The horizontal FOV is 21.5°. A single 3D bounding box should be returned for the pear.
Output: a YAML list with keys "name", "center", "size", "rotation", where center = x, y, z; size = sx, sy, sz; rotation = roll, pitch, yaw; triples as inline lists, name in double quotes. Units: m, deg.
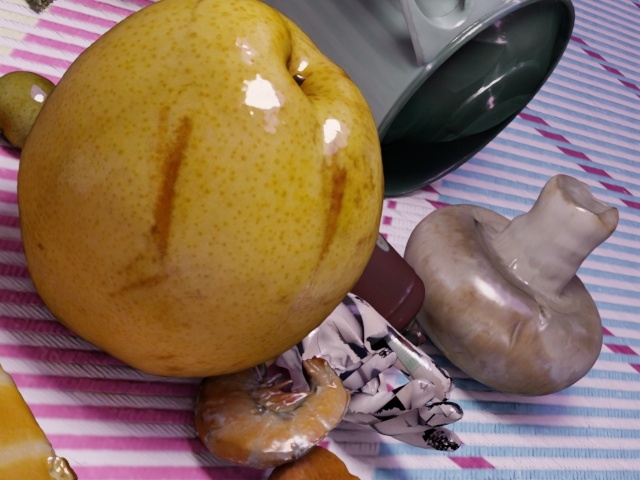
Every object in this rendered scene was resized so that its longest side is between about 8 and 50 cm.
- name: "pear"
  center: [-0.097, -0.041, 1.394]
  size: [0.314, 0.314, 0.314]
  rotation: [32, 29, -21]

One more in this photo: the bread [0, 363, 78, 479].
- name: "bread"
  center: [-0.272, 0.160, 1.093]
  size: [0.239, 0.111, 0.246]
  rotation: [54, 26, 14]

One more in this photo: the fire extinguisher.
- name: "fire extinguisher"
  center: [0.000, 0.000, 1.677]
  size: [0.341, 0.105, 0.141]
  rotation: [48, 9, -21]

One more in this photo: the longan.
- name: "longan"
  center: [-0.273, -0.116, 1.538]
  size: [0.083, 0.075, 0.075]
  rotation: [-39, 81, -21]

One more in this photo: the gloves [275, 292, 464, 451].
- name: "gloves"
  center: [0.042, 0.128, 1.570]
  size: [0.212, 0.111, 0.127]
  rotation: [50, 9, 17]

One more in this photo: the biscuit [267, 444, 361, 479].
- name: "biscuit"
  center: [0.046, 0.314, 1.369]
  size: [0.262, 0.052, 0.277]
  rotation: [38, 26, -16]

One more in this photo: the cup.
- name: "cup"
  center: [0.080, -0.305, 1.940]
  size: [0.310, 0.401, 0.392]
  rotation: [-27, 66, -35]

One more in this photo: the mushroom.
- name: "mushroom"
  center: [0.218, 0.036, 1.804]
  size: [0.243, 0.243, 0.243]
  rotation: [32, 29, -21]

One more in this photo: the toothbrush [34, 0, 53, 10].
- name: "toothbrush"
  center: [-0.429, -0.380, 1.722]
  size: [0.413, 0.035, 0.042]
  rotation: [41, 30, -6]

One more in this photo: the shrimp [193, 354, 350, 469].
- name: "shrimp"
  center: [-0.042, 0.137, 1.460]
  size: [0.132, 0.052, 0.187]
  rotation: [6, 33, -4]
